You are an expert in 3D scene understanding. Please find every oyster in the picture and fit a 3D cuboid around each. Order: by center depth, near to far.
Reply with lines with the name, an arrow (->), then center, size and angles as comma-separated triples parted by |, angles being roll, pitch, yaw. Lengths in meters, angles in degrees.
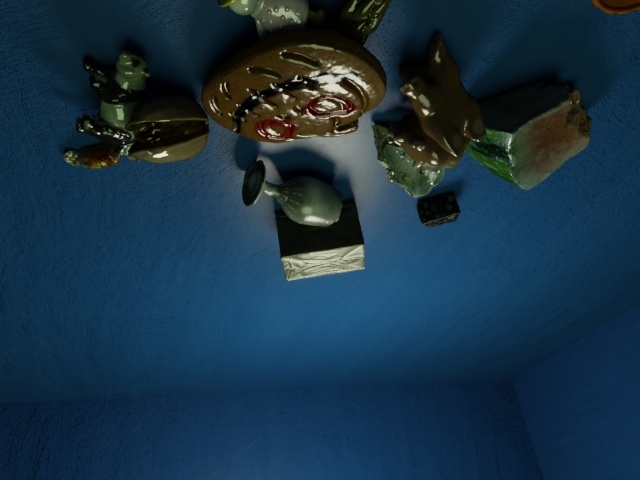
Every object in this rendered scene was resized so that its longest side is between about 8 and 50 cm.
oyster -> 0.219, -0.185, 1.334 | 0.252, 0.087, 0.199 | -3, 139, -24

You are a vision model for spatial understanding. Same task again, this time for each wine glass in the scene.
wine glass -> -0.066, -0.111, 1.346 | 0.241, 0.126, 0.126 | 14, 141, -30

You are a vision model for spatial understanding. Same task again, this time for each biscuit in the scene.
biscuit -> -0.045, -0.273, 1.059 | 0.367, 0.063, 0.314 | -14, 154, 39

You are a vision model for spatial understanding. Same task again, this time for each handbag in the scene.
handbag -> 0.347, -0.075, 1.577 | 0.115, 0.072, 0.139 | -18, 160, 10

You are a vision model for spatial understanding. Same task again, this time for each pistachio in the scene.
pistachio -> -0.301, -0.218, 1.068 | 0.131, 0.130, 0.206 | -2, -164, 28

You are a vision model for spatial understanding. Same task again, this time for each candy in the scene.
candy -> -0.476, -0.185, 1.190 | 0.182, 0.046, 0.053 | -10, 147, 5

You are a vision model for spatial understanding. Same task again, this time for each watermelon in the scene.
watermelon -> 0.478, -0.241, 1.251 | 0.302, 0.151, 0.264 | -23, 145, 21

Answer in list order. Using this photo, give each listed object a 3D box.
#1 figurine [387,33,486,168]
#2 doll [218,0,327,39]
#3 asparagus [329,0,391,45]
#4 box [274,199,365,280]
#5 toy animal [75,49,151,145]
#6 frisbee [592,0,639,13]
figurine -> 0.225, -0.267, 1.142 | 0.247, 0.177, 0.173 | 43, 162, -28
doll -> -0.090, -0.399, 0.917 | 0.207, 0.081, 0.129 | 15, 146, -29
asparagus -> 0.051, -0.382, 0.989 | 0.080, 0.080, 0.287 | 12, 142, -31
box -> 0.000, 0.000, 1.515 | 0.231, 0.149, 0.155 | -9, 149, -2
toy animal -> -0.391, -0.272, 1.033 | 0.121, 0.094, 0.225 | -2, 139, -33
frisbee -> 0.581, -0.500, 0.972 | 0.192, 0.035, 0.192 | -7, 149, -4
